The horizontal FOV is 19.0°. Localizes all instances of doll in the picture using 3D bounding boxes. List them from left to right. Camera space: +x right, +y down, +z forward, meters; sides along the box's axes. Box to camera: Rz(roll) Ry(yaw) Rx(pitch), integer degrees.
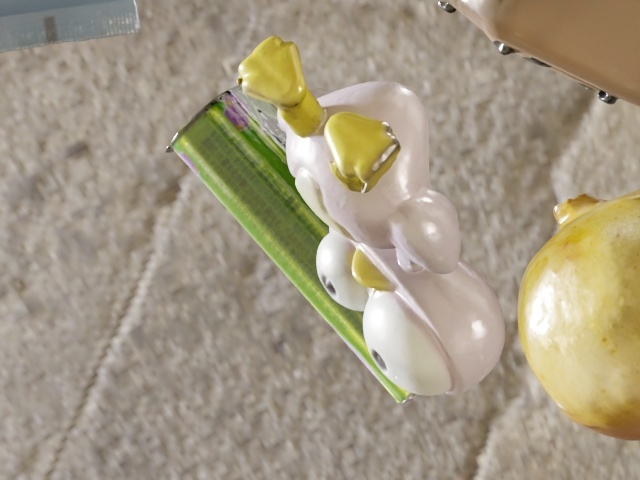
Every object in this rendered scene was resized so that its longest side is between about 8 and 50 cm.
[{"bbox_3d":[0.044,-0.005,1.247,0.094,0.365,0.160,-40,62,-12],"label":"doll"}]

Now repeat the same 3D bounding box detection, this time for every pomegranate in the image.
[{"bbox_3d":[0.278,0.067,1.652,0.233,0.233,0.233,-10,51,12],"label":"pomegranate"}]

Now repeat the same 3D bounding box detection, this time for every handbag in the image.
[{"bbox_3d":[0.254,-0.277,1.658,0.149,0.302,0.283,43,107,44],"label":"handbag"}]

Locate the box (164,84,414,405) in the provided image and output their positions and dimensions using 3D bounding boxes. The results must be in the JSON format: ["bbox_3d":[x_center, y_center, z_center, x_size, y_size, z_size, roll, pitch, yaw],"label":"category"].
[{"bbox_3d":[0.000,0.000,1.878,0.097,0.134,0.345,-42,89,20],"label":"box"}]

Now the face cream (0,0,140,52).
[{"bbox_3d":[-0.221,-0.328,1.371,0.135,0.385,0.086,-9,17,-10],"label":"face cream"}]
